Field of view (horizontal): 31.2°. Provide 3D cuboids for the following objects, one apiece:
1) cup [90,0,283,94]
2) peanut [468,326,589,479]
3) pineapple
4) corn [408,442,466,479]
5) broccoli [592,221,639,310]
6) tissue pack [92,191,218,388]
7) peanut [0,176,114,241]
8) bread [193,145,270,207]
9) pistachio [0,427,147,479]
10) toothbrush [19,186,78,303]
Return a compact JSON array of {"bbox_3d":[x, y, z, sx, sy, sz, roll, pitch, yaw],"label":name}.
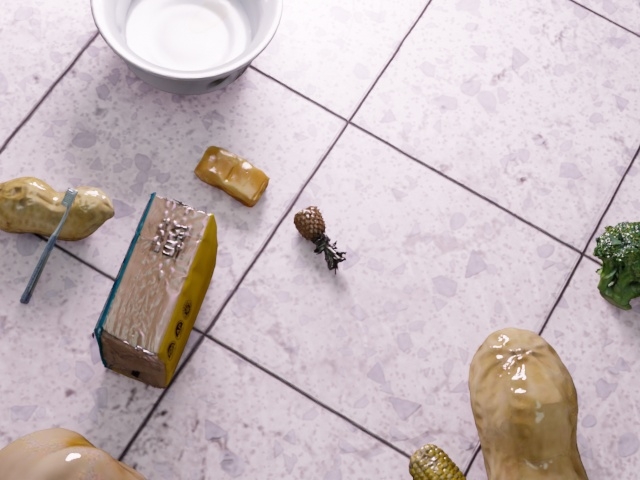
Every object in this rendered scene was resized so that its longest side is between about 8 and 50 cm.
[{"bbox_3d":[-0.245,-0.407,2.124,0.347,0.163,0.347,2,66,-4],"label":"cup"},{"bbox_3d":[0.346,0.324,1.851,0.169,0.192,0.387,-3,66,-15],"label":"peanut"},{"bbox_3d":[0.000,0.000,2.031,0.058,0.058,0.124,-27,72,-16],"label":"pineapple"},{"bbox_3d":[0.244,0.472,1.831,0.097,0.097,0.320,-27,70,-16],"label":"corn"},{"bbox_3d":[0.562,0.045,2.017,0.195,0.195,0.156,42,89,12],"label":"broccoli"},{"bbox_3d":[-0.264,0.087,1.890,0.134,0.192,0.271,17,66,3],"label":"tissue pack"},{"bbox_3d":[-0.469,-0.054,1.979,0.229,0.103,0.098,7,77,-1],"label":"peanut"},{"bbox_3d":[-0.158,-0.115,2.065,0.132,0.053,0.074,31,67,6],"label":"bread"},{"bbox_3d":[-0.357,0.495,1.674,0.365,0.281,0.446,-11,82,-20],"label":"pistachio"},{"bbox_3d":[-0.461,0.009,1.934,0.019,0.016,0.220,25,102,-4],"label":"toothbrush"}]
